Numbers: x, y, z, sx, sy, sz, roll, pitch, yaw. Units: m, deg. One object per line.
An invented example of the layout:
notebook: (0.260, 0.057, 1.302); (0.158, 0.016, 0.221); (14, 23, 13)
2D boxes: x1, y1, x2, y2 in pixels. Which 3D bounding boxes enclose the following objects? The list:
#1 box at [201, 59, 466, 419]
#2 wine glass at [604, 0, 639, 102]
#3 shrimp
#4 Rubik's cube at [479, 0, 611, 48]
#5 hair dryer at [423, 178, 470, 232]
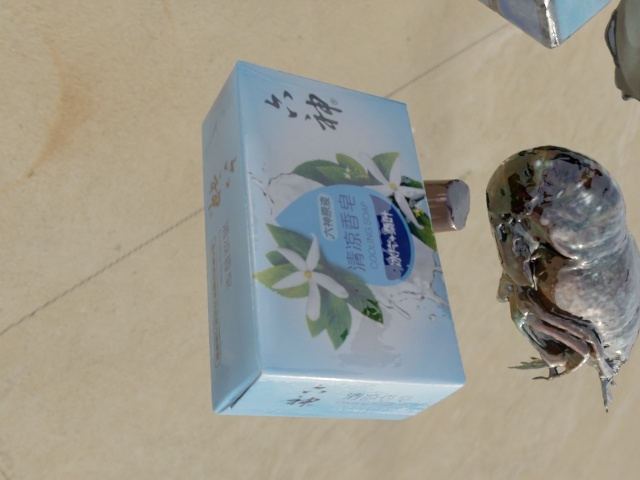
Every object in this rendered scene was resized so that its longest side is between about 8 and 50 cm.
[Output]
box: (0.000, 0.000, 0.497); (0.143, 0.232, 0.083); (9, 149, -26)
wine glass: (0.328, -0.157, 0.505); (0.222, 0.103, 0.103); (-13, 132, -3)
shrimp: (0.244, 0.036, 0.708); (0.372, 0.137, 0.172); (68, 34, -47)
Rubik's cube: (0.287, -0.526, 0.908); (0.359, 0.362, 0.363); (-43, 145, 2)
hair dryer: (0.082, 0.049, 0.965); (0.123, 0.313, 0.340); (-55, 132, -36)
